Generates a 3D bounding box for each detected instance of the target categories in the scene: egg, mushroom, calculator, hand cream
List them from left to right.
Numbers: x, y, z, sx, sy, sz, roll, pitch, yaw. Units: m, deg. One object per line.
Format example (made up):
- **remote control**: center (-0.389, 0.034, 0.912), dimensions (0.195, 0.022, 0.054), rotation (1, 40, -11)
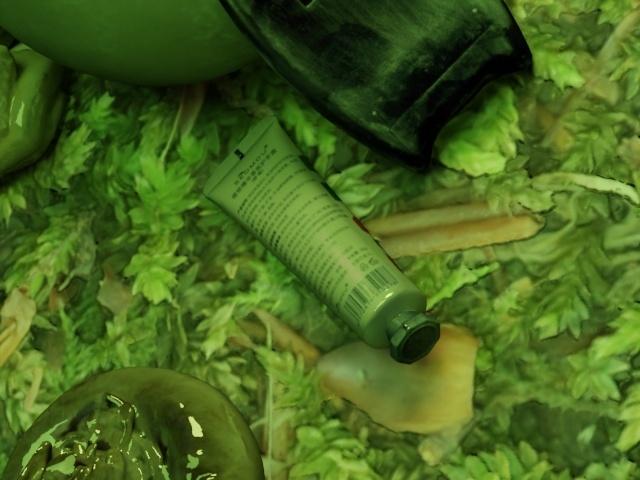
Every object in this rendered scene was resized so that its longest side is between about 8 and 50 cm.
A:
- **mushroom**: center (-0.150, 0.203, 1.172), dimensions (0.226, 0.178, 0.226), rotation (-8, 62, 16)
- **egg**: center (-0.166, -0.265, 1.312), dimensions (0.352, 0.258, 0.258), rotation (15, 79, 33)
- **hand cream**: center (0.000, 0.000, 1.249), dimensions (0.095, 0.059, 0.276), rotation (-47, 52, 5)
- **calculator**: center (0.035, -0.186, 1.201), dimensions (0.177, 0.268, 0.040), rotation (-47, 14, 5)

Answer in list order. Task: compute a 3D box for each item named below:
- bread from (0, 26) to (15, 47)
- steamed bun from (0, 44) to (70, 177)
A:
- **bread**: center (-0.394, -0.285, 1.453), dimensions (0.110, 0.234, 0.184), rotation (-38, 60, 6)
- **steamed bun**: center (-0.462, -0.059, 1.437), dimensions (0.428, 0.189, 0.247), rotation (-9, 75, 24)
